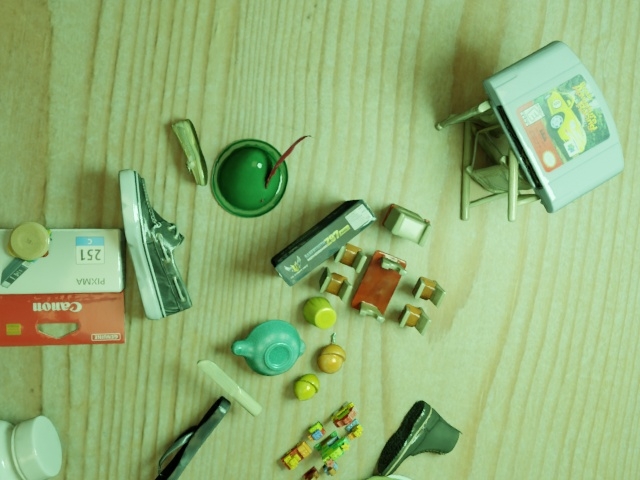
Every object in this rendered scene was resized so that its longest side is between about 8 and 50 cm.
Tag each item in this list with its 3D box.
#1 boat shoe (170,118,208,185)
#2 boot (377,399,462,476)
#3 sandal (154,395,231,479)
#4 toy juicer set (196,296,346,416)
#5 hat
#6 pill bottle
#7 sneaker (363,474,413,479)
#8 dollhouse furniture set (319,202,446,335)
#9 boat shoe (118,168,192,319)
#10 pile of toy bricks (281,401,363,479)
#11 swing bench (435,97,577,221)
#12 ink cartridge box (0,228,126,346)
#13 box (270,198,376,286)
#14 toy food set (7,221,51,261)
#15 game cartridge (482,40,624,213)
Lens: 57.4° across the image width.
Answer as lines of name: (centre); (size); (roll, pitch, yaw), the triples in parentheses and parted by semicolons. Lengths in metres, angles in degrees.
boat shoe: (-0.289, -0.191, 1.294); (0.048, 0.056, 0.153); (-16, 93, 3)
boot: (0.241, 0.501, 1.392); (0.137, 0.077, 0.198); (37, 89, -13)
sandal: (-0.301, 0.451, 1.308); (0.054, 0.097, 0.254); (39, 77, -9)
toy juicer set: (-0.095, 0.280, 1.332); (0.329, 0.089, 0.209); (-24, 109, -14)
hat: (-0.144, -0.149, 1.248); (0.173, 0.183, 0.209); (22, 90, -8)
pill bottle: (-0.719, 0.479, 1.205); (0.318, 0.176, 0.176); (-18, 95, -6)
sneaker: (0.249, 0.684, 1.344); (0.410, 0.182, 0.158); (30, 89, -8)
dollhouse furniture set: (0.157, 0.055, 1.349); (0.262, 0.135, 0.259); (23, 101, -8)
boat shoe: (-0.356, 0.004, 1.274); (0.119, 0.121, 0.335); (-13, 105, -15)
pile of toy bricks: (0.021, 0.481, 1.341); (0.212, 0.105, 0.118); (-38, 97, -4)
swing bench: (0.399, -0.184, 1.287); (0.165, 0.253, 0.255); (-18, 96, -7)
ink cartridge box: (-0.577, 0.104, 1.262); (0.296, 0.066, 0.261); (-1, 92, -7)
box: (0.000, 0.000, 1.276); (0.232, 0.183, 0.059); (-37, 96, -4)
toy food set: (-0.602, 0.003, 1.213); (0.082, 0.020, 0.083); (19, 87, -8)
game cartridge: (0.464, -0.226, 1.140); (0.196, 0.060, 0.294); (-31, 97, -10)
